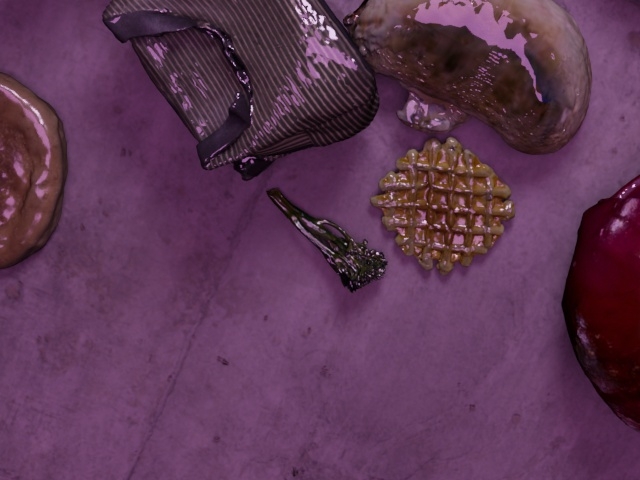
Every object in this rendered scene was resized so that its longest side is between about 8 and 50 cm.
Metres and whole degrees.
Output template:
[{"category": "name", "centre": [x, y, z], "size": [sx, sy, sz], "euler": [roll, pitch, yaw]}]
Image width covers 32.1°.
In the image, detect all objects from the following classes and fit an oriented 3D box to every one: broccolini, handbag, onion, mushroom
[{"category": "broccolini", "centre": [0.008, -0.010, 1.541], "size": [0.201, 0.074, 0.058], "euler": [45, 117, -6]}, {"category": "handbag", "centre": [-0.098, -0.244, 1.396], "size": [0.240, 0.247, 0.341], "euler": [-36, 88, 6]}, {"category": "onion", "centre": [0.522, 0.089, 1.371], "size": [0.398, 0.420, 0.399], "euler": [-1, 99, -8]}, {"category": "mushroom", "centre": [0.205, -0.237, 1.452], "size": [0.344, 0.130, 0.247], "euler": [36, 97, -6]}]

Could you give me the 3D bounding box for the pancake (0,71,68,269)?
[{"category": "pancake", "centre": [-0.483, -0.096, 1.541], "size": [0.294, 0.049, 0.295], "euler": [0, 104, 0]}]

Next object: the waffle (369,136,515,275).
[{"category": "waffle", "centre": [0.169, -0.047, 1.541], "size": [0.183, 0.036, 0.169], "euler": [44, 102, -7]}]
